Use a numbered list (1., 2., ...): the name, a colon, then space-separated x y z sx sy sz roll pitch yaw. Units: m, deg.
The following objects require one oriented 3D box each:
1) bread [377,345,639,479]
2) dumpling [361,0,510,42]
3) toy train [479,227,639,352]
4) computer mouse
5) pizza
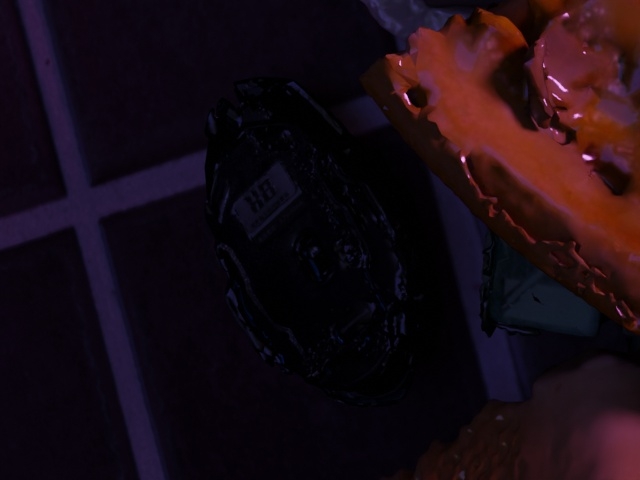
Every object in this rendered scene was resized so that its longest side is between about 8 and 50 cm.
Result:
1. bread: 0.146 0.234 0.924 0.316 0.211 0.270 -42 31 36
2. dumpling: 0.073 -0.195 0.989 0.127 0.108 0.188 6 121 26
3. toy train: 0.174 -0.057 0.931 0.154 0.115 0.269 9 112 12
4. computer mouse: 0.000 0.000 1.091 0.146 0.077 0.241 -40 72 32
5. pizza: 0.276 -0.117 0.792 0.440 0.130 0.406 24 95 1
